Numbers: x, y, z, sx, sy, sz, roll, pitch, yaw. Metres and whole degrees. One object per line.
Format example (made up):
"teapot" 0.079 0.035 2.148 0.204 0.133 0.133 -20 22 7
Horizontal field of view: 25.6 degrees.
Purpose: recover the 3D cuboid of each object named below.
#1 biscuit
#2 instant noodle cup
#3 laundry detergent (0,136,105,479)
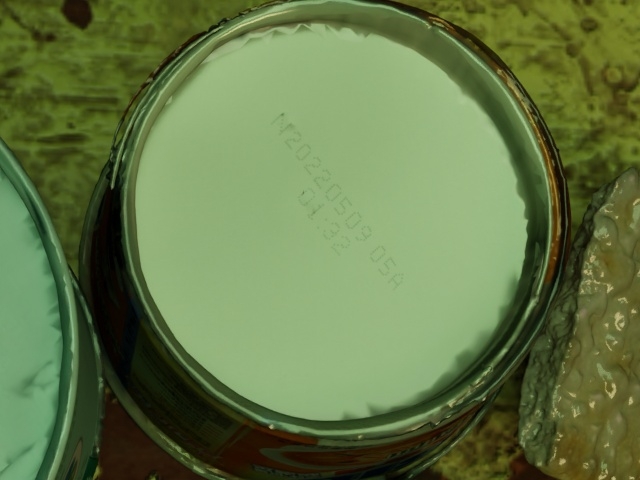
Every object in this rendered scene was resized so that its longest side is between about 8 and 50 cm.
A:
"biscuit" 0.205 0.042 0.847 0.265 0.040 0.188 -37 110 -27
"instant noodle cup" 0.000 0.000 0.783 0.296 0.214 0.296 1 80 -5
"laundry detergent" -0.254 0.074 0.697 0.287 0.305 0.287 1 80 -6
